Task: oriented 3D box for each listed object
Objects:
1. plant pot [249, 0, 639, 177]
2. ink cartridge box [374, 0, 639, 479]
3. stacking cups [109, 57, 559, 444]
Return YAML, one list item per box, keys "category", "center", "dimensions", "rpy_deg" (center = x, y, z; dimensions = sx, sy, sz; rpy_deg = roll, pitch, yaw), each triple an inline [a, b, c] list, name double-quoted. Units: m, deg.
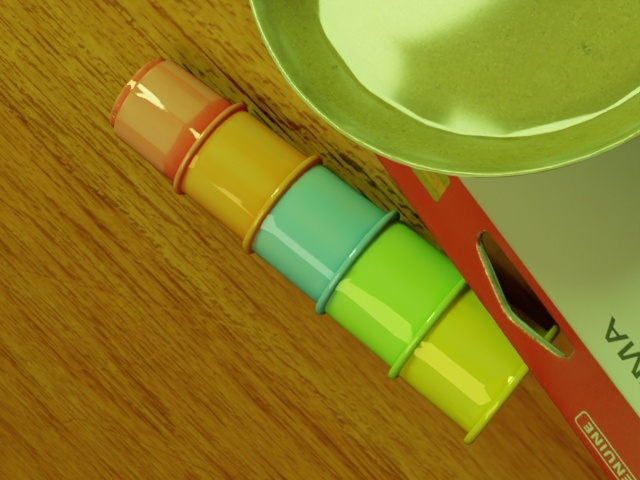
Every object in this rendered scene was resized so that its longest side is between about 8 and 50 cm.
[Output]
- category: "plant pot"
  center: [0.080, -0.141, 0.563]
  dimensions: [0.236, 0.236, 0.032]
  rpy_deg: [25, -179, 21]
- category: "ink cartridge box"
  center: [0.124, -0.006, 0.666]
  dimensions: [0.296, 0.066, 0.261]
  rpy_deg: [55, 146, 18]
- category: "stacking cups"
  center: [0.000, 0.000, 0.853]
  dimensions: [0.316, 0.096, 0.096]
  rpy_deg: [37, 144, 12]
